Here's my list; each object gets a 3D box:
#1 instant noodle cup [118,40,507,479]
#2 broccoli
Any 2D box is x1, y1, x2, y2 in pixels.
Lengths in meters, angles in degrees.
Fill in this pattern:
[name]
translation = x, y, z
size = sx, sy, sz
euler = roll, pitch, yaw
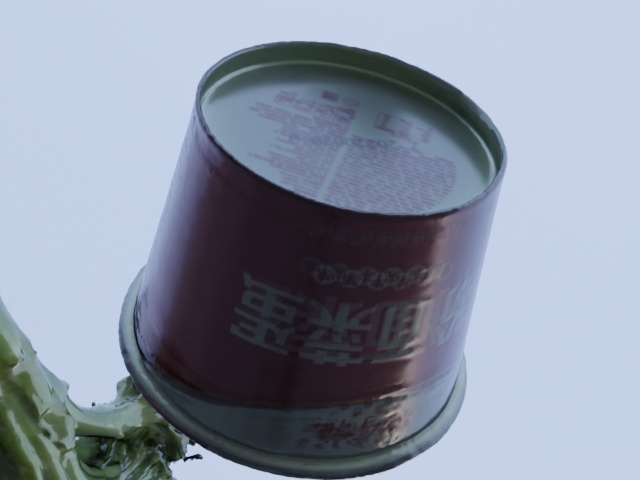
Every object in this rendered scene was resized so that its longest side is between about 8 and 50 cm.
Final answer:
[instant noodle cup]
translation = 0.000, 0.000, 0.614
size = 0.234, 0.235, 0.179
euler = 16, -52, 3
[broccoli]
translation = -0.334, 0.247, 1.064
size = 0.274, 0.353, 0.397
euler = -4, -27, 22
